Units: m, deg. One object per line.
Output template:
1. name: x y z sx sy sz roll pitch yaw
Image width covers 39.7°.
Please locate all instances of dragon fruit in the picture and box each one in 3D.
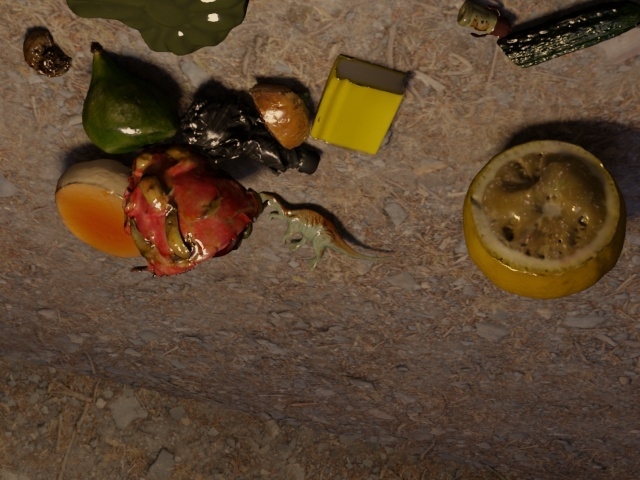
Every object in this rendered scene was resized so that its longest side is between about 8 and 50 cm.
1. dragon fruit: -0.327 -0.093 1.990 0.296 0.314 0.262 5 131 58

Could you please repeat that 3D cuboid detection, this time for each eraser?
1. eraser: 0.077 -0.282 1.882 0.158 0.069 0.226 12 147 -8

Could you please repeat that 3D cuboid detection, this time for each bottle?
1. bottle: 0.309 -0.408 1.646 0.101 0.047 0.063 17 156 -14

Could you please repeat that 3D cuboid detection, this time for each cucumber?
1. cucumber: 0.460 -0.382 1.622 0.265 0.077 0.077 -15 140 32

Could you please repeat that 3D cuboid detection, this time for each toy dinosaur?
1. toy dinosaur: 0.000 0.000 2.320 0.393 0.092 0.205 22 140 -4

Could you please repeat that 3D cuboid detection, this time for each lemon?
1. lemon: 0.484 -0.028 1.930 0.364 0.364 0.364 7 147 5

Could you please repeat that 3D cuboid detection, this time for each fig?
1. fig: -0.427 -0.312 1.921 0.203 0.235 0.203 -18 -179 0

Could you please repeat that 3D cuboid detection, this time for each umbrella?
1. umbrella: -0.151 -0.209 1.984 0.337 0.154 0.128 33 -179 -30

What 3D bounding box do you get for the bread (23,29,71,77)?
1. bread: -0.594 -0.393 1.898 0.082 0.060 0.113 -9 144 23

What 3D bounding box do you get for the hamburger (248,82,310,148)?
1. hamburger: -0.071 -0.274 1.904 0.102 0.087 0.176 -14 129 30

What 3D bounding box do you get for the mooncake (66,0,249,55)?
1. mooncake: -0.280 -0.484 1.540 0.352 0.187 0.351 3 146 2

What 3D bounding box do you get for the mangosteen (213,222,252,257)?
1. mangosteen: -0.253 -0.043 2.262 0.200 0.199 0.199 7 147 5

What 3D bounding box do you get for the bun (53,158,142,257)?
1. bun: -0.514 -0.101 2.228 0.299 0.164 0.298 13 140 11
